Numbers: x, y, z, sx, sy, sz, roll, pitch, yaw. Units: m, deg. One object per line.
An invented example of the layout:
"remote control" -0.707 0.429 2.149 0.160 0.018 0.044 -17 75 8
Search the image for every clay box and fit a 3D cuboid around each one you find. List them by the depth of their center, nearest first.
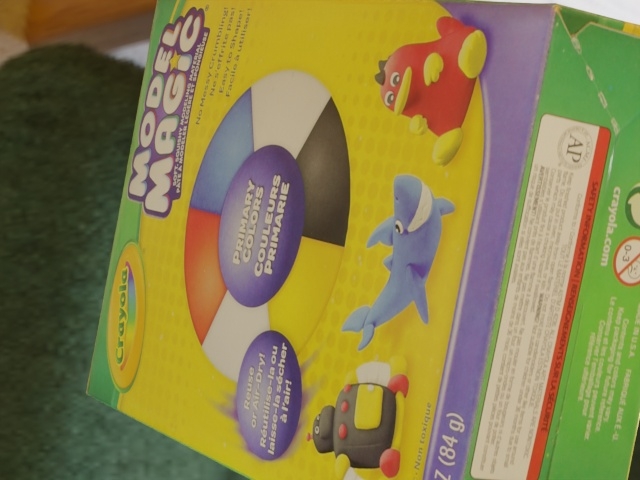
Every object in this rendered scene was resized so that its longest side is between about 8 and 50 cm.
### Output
"clay box" 0.000 0.000 0.475 0.053 0.222 0.127 9 92 -33
